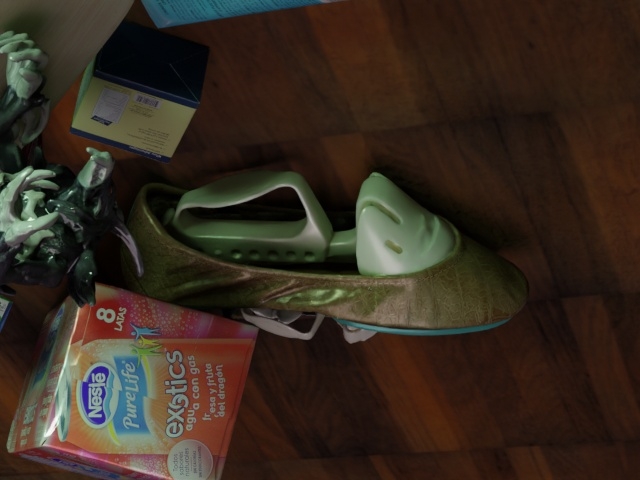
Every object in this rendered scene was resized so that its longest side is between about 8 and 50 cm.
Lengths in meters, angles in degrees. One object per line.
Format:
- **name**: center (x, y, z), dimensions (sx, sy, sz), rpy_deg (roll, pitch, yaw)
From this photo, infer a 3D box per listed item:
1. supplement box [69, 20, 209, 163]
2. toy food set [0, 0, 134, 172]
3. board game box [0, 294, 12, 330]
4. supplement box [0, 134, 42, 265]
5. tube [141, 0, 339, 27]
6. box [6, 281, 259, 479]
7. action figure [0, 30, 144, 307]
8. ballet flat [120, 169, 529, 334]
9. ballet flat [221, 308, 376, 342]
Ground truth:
- **supplement box**: center (-0.138, -0.114, 1.438), dimensions (0.083, 0.056, 0.083), rpy_deg (17, 144, -13)
- **toy food set**: center (-0.293, -0.134, 1.308), dimensions (0.219, 0.092, 0.306), rpy_deg (16, 124, -46)
- **board game box**: center (-0.350, 0.029, 1.606), dimensions (0.136, 0.035, 0.201), rpy_deg (25, 177, -23)
- **supplement box**: center (-0.281, -0.066, 1.511), dimensions (0.104, 0.081, 0.188), rpy_deg (9, 144, -1)
- **tube**: center (-0.044, -0.186, 1.331), dimensions (0.207, 0.052, 0.080), rpy_deg (-5, 138, 25)
- **box**: center (-0.169, 0.133, 1.625), dimensions (0.154, 0.142, 0.300), rpy_deg (16, 169, -11)
- **action figure**: center (-0.221, -0.044, 1.257), dimensions (0.275, 0.164, 0.141), rpy_deg (10, 133, -36)
- **ballet flat**: center (0.000, 0.000, 1.548), dimensions (0.342, 0.116, 0.124), rpy_deg (6, 127, 10)
- **ballet flat**: center (0.008, 0.055, 1.635), dimensions (0.203, 0.074, 0.074), rpy_deg (4, 145, 5)
